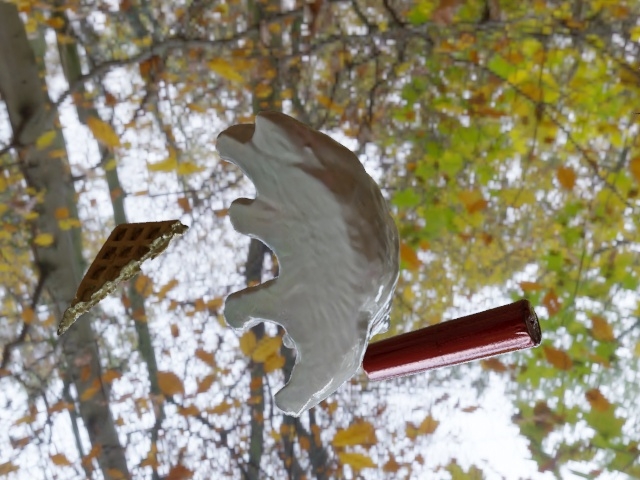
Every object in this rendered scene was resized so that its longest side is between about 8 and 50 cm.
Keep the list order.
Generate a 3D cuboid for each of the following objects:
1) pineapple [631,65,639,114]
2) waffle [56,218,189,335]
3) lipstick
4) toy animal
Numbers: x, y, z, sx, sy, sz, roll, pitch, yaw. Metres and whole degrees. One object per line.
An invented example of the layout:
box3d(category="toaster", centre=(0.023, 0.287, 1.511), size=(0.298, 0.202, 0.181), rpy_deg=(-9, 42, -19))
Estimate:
box3d(category="pineapple", centre=(0.453, -0.071, 1.112), size=(0.169, 0.169, 0.340), rpy_deg=(-40, -86, -37))
box3d(category="waffle", centre=(-0.261, 0.049, 1.321), size=(0.125, 0.032, 0.191), rpy_deg=(-3, -135, 26))
box3d(category="lipstick", centre=(0.195, 0.155, 1.502), size=(0.280, 0.073, 0.073), rpy_deg=(-18, -148, 29))
box3d(category="toy animal", centre=(0.000, 0.000, 1.172), size=(0.188, 0.266, 0.308), rpy_deg=(-22, -108, -46))
